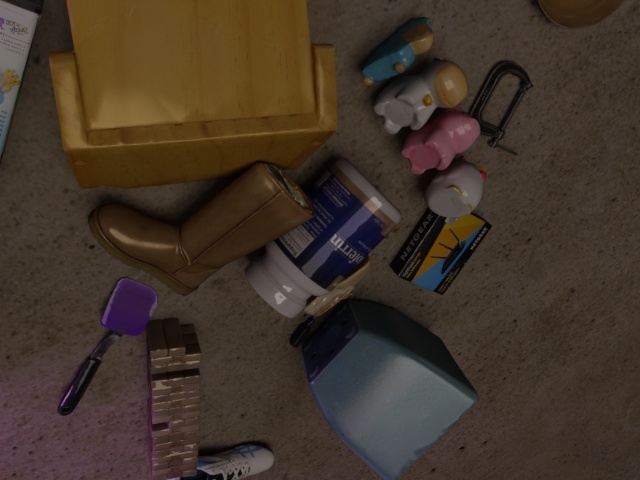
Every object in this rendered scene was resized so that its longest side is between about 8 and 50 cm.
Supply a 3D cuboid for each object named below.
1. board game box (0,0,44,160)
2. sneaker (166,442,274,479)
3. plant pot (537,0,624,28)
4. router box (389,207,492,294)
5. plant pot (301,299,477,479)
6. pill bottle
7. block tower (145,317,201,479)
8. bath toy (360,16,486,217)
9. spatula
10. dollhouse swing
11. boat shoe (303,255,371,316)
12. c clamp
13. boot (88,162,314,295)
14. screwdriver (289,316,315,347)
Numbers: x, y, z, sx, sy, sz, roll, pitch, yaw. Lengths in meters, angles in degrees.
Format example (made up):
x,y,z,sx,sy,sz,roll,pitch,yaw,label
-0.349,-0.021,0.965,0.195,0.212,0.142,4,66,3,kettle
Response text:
x,y,z,sx,sy,sz,roll,pitch,yaw,label
-0.459,-0.190,0.753,0.144,0.142,0.275,16,111,-29,board game box
-0.209,0.493,1.282,0.237,0.086,0.085,-1,117,-23,sneaker
0.455,-0.486,1.024,0.236,0.032,0.236,-10,122,-17,plant pot
0.242,0.012,1.213,0.133,0.046,0.179,22,108,-30,router box
0.106,0.263,1.192,0.252,0.248,0.247,40,99,-18,plant pot
0.000,0.000,1.044,0.265,0.153,0.153,-46,124,8,pill bottle
-0.281,0.313,1.144,0.090,0.097,0.336,-3,120,-19,block tower
0.204,-0.197,1.038,0.151,0.129,0.348,-6,131,34,bath toy
-0.389,0.200,1.072,0.084,0.030,0.296,27,105,-34,spatula
-0.186,-0.262,0.843,0.346,0.315,0.305,-9,85,-18,dollhouse swing
0.034,0.087,1.166,0.170,0.063,0.059,-36,128,12,boat shoe
0.344,-0.249,1.124,0.137,0.022,0.161,11,115,-21,c clamp
-0.183,-0.044,0.943,0.269,0.089,0.236,-32,135,19,boot
-0.005,0.147,1.210,0.170,0.024,0.025,-51,153,3,screwdriver
